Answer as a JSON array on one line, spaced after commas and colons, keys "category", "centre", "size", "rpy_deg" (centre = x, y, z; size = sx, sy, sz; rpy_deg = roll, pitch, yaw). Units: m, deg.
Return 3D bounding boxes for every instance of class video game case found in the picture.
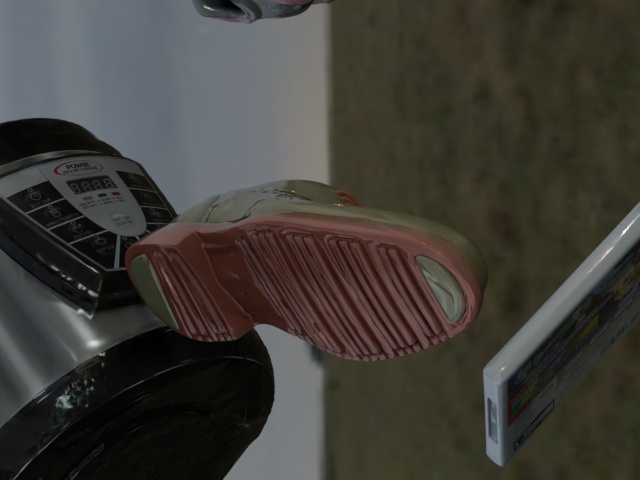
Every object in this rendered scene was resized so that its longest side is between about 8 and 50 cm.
[{"category": "video game case", "centre": [0.203, 0.076, 1.480], "size": [0.201, 0.023, 0.183], "rpy_deg": [-44, -23, -16]}]

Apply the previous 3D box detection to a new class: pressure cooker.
[{"category": "pressure cooker", "centre": [-0.298, 0.085, 1.848], "size": [0.420, 0.375, 0.370], "rpy_deg": [51, 172, 27]}]

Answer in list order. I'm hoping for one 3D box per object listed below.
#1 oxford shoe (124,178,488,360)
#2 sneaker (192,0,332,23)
[{"category": "oxford shoe", "centre": [0.000, 0.000, 1.508], "size": [0.146, 0.397, 0.140], "rpy_deg": [-43, -60, -32]}, {"category": "sneaker", "centre": [-0.051, -0.252, 1.573], "size": [0.319, 0.131, 0.112], "rpy_deg": [102, 149, -78]}]
